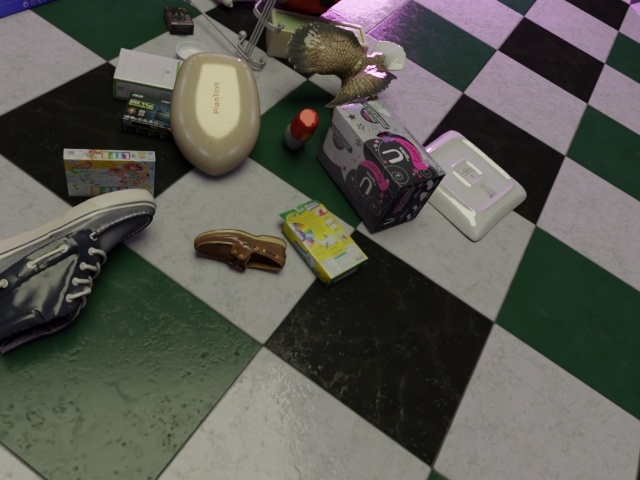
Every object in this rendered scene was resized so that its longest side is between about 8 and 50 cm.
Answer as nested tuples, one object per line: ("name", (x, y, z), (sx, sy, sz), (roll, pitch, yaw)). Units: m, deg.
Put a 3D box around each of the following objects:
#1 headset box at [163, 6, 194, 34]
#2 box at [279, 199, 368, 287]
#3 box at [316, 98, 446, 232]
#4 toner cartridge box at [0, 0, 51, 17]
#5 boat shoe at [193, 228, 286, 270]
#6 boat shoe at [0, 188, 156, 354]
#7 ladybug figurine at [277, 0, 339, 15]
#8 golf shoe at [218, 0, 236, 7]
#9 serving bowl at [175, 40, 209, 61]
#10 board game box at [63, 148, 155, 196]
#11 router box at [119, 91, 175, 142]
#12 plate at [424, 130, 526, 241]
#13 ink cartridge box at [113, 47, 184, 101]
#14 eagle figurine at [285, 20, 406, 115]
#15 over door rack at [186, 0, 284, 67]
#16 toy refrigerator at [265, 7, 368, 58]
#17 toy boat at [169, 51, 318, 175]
("headset box", (-0.371, -0.574, 1.372), (0.062, 0.032, 0.083), (-10, 57, -26))
("box", (0.000, 0.000, 1.071), (0.105, 0.043, 0.179), (-26, 69, -33))
("box", (0.125, -0.170, 1.163), (0.142, 0.163, 0.247), (-20, 63, -32))
("toner cartridge box", (-0.783, -0.600, 1.217), (0.165, 0.075, 0.348), (37, 51, 8))
("boat shoe", (-0.149, 0.021, 0.987), (0.178, 0.064, 0.060), (7, 51, -18))
("boat shoe", (-0.401, 0.047, 0.855), (0.340, 0.127, 0.158), (-30, 75, -26))
("ladybug figurine", (0.011, -0.738, 1.453), (0.162, 0.305, 0.449), (53, 11, -19))
("golf shoe", (-0.192, -0.757, 1.521), (0.273, 0.105, 0.120), (-30, 75, -15))
("serving bowl", (-0.321, -0.463, 1.310), (0.083, 0.027, 0.083), (10, 52, -13))
("board game box", (-0.393, -0.125, 0.983), (0.154, 0.103, 0.026), (-2, 56, -21))
("router box", (-0.365, -0.270, 1.144), (0.122, 0.038, 0.092), (11, 51, -12))
("plate", (0.365, -0.158, 1.318), (0.277, 0.045, 0.278), (-33, 71, -36))
("ink cartridge box", (-0.358, -0.363, 1.200), (0.209, 0.062, 0.109), (7, 53, -15))
("eagle figurine", (0.077, -0.409, 1.291), (0.226, 0.298, 0.225), (2, 91, 21))
("over door rack", (-0.212, -0.637, 1.325), (0.324, 0.239, 0.108), (41, 39, 4))
("toy refrigerator", (-0.010, -0.558, 1.449), (0.270, 0.094, 0.102), (5, 53, -17))
("toy boat", (-0.164, -0.259, 1.143), (0.318, 0.148, 0.267), (7, 80, -14))
